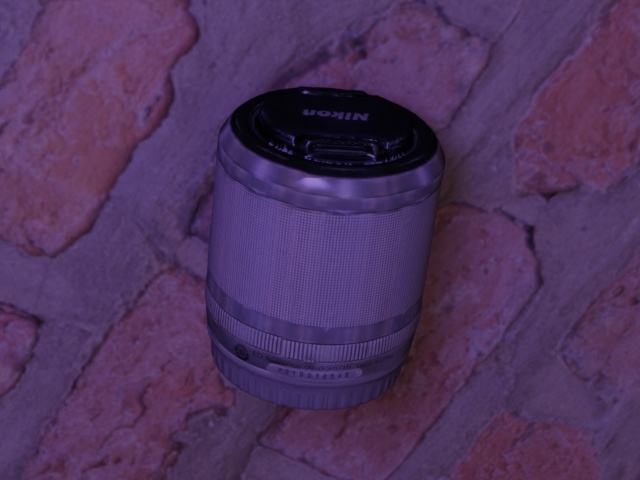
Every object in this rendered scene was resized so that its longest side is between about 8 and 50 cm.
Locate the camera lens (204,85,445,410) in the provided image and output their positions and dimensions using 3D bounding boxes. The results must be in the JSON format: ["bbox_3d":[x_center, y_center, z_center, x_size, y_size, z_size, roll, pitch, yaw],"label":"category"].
[{"bbox_3d":[0.000,0.000,1.511,0.219,0.219,0.274,3,118,-9],"label":"camera lens"}]
